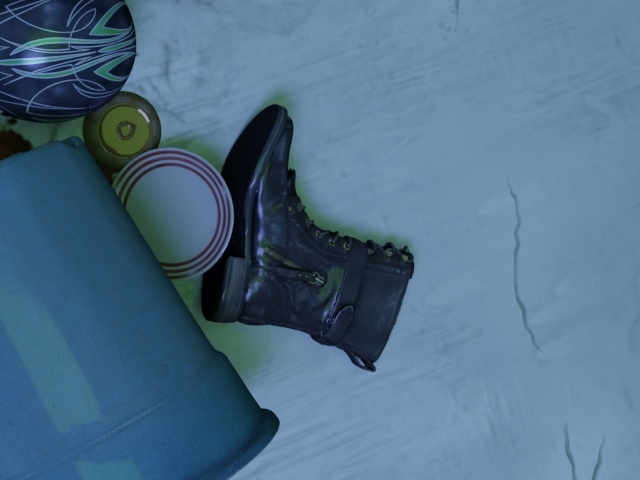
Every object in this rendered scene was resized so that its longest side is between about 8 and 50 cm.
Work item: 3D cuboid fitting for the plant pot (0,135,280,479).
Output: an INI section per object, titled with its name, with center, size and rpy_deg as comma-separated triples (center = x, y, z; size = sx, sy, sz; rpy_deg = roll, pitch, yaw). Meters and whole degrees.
[plant pot]
center = -0.263, 0.103, 1.233
size = 0.341, 0.341, 0.334
rpy_deg = -27, 94, -15

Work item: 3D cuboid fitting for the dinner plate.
[dinner plate]
center = -0.156, -0.027, 1.378
size = 0.141, 0.017, 0.141
rpy_deg = 1, 93, 12

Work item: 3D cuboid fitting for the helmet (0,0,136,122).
[helmet]
center = -0.262, -0.189, 1.266
size = 0.170, 0.161, 0.169
rpy_deg = -4, 108, -11

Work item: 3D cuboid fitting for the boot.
[boot]
center = 0.000, 0.000, 1.436
size = 0.229, 0.091, 0.262
rpy_deg = 12, 94, -25

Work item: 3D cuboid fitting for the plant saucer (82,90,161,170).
[plant saucer]
center = -0.206, -0.115, 1.382
size = 0.083, 0.015, 0.083
rpy_deg = -1, 94, -19
